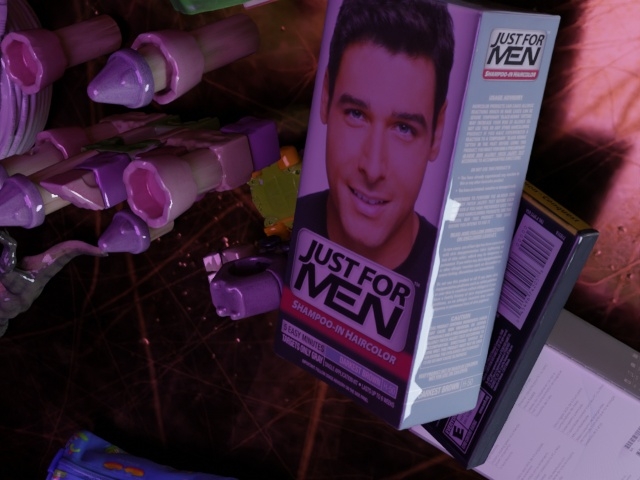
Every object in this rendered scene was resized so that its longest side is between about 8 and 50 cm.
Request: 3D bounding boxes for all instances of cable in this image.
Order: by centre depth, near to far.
[{"bbox_3d":[-0.427,-0.195,1.302,0.257,0.089,0.257,9,117,21],"label":"cable"}]

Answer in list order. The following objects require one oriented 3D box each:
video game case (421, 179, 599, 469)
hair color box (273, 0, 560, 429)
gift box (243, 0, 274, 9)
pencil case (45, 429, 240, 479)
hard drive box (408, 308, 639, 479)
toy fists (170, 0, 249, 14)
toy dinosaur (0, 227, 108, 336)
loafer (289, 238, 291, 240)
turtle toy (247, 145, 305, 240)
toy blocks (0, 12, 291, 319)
[{"bbox_3d":[0.120,0.041,1.128,0.248,0.035,0.275,42,124,36],"label":"video game case"},{"bbox_3d":[0.078,-0.040,1.052,0.185,0.113,0.375,26,113,43],"label":"hair color box"},{"bbox_3d":[0.004,-0.356,0.942,0.276,0.255,0.258,-12,110,21],"label":"gift box"},{"bbox_3d":[-0.196,0.327,1.421,0.306,0.119,0.133,13,147,17],"label":"pencil case"},{"bbox_3d":[0.237,0.173,1.181,0.232,0.089,0.181,31,121,7],"label":"hard drive box"},{"bbox_3d":[-0.020,-0.264,0.810,0.279,0.096,0.142,-8,133,22],"label":"toy fists"},{"bbox_3d":[-0.381,0.037,1.406,0.268,0.064,0.118,-35,111,31],"label":"toy dinosaur"},{"bbox_3d":[0.000,0.000,1.237,0.039,0.045,0.125,38,131,-16],"label":"loafer"},{"bbox_3d":[-0.018,-0.058,1.196,0.130,0.066,0.095,-15,102,34],"label":"turtle toy"},{"bbox_3d":[-0.211,-0.051,1.129,0.288,0.260,0.309,9,119,42],"label":"toy blocks"}]
